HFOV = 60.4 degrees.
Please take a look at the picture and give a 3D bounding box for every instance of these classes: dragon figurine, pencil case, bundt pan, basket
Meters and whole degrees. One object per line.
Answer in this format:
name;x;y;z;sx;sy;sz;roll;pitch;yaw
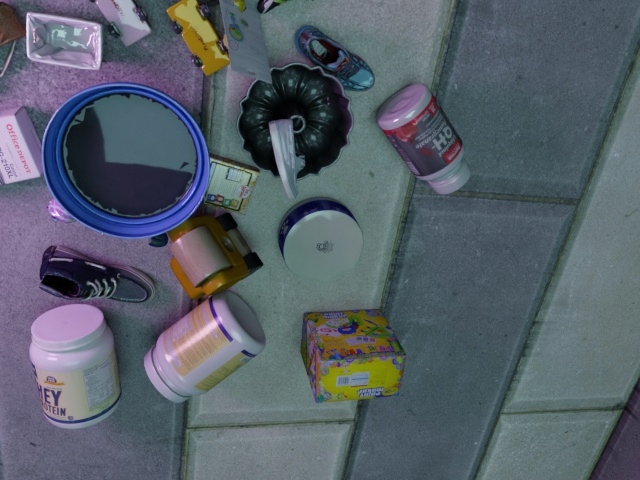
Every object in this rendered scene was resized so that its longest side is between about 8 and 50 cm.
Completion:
dragon figurine;-0.471;-0.038;1.568;0.144;0.289;0.085;33;106;13
pencil case;-0.679;-0.146;1.531;0.088;0.086;0.206;37;103;-3
bundt pan;-0.077;-0.343;1.555;0.331;0.124;0.331;-5;117;-11
basket;-0.620;-0.494;1.352;0.167;0.103;0.113;4;115;-17

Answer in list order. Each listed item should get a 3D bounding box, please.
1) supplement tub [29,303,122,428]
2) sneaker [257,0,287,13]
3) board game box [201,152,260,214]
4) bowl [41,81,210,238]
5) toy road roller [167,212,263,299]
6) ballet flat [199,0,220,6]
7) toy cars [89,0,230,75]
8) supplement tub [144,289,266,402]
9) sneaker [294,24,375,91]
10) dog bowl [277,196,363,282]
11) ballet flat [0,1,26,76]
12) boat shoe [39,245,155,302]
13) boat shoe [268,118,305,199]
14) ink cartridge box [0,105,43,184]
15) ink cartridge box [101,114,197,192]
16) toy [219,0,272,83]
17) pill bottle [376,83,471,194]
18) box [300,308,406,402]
supplement tub;-0.750;0.384;1.693;0.235;0.235;0.325;-4;117;-12
sneaker;-0.056;-0.652;1.424;0.235;0.084;0.097;-39;120;7
board game box;-0.294;-0.170;1.633;0.193;0.045;0.147;16;111;-21
bowl;-0.471;-0.195;1.362;0.391;0.077;0.391;-5;115;-10
toy road roller;-0.342;0.071;1.592;0.240;0.329;0.202;-36;85;16
ballet flat;-0.233;-0.665;1.394;0.250;0.058;0.084;-22;159;3
toy cars;-0.403;-0.560;1.387;0.394;0.087;0.176;17;118;-17
supplement tub;-0.369;0.341;1.764;0.331;0.241;0.241;-36;119;6
sneaker;0.045;-0.483;1.513;0.262;0.125;0.104;26;108;-24
dog bowl;0.000;0.000;1.760;0.265;0.104;0.265;-6;117;-11
ballet flat;-0.848;-0.430;1.340;0.342;0.116;0.124;-42;138;5
boat shoe;-0.662;0.138;1.632;0.340;0.158;0.127;21;110;-22
boat shoe;-0.080;-0.221;1.501;0.081;0.079;0.227;-14;116;-2
ink cartridge box;-0.863;-0.233;1.426;0.237;0.100;0.172;-14;120;-7
ink cartridge box;-0.449;-0.221;1.496;0.168;0.171;0.232;36;104;-26
toy;-0.204;-0.513;1.396;0.137;0.056;0.237;3;75;-48
pill bottle;0.320;-0.293;1.651;0.176;0.176;0.318;-38;119;7
box;0.102;0.385;1.883;0.290;0.279;0.177;-1;116;-13
